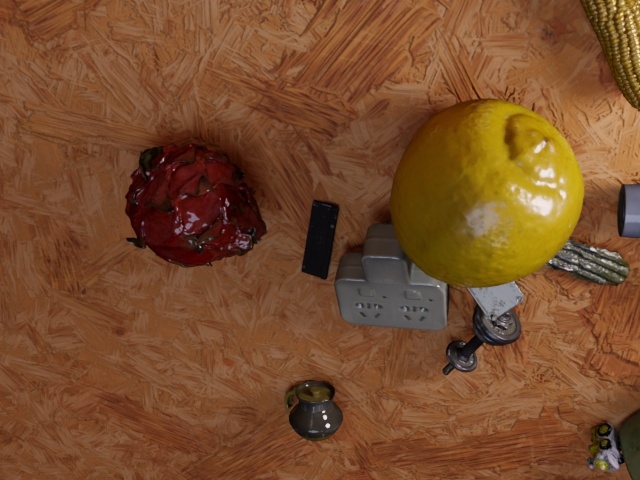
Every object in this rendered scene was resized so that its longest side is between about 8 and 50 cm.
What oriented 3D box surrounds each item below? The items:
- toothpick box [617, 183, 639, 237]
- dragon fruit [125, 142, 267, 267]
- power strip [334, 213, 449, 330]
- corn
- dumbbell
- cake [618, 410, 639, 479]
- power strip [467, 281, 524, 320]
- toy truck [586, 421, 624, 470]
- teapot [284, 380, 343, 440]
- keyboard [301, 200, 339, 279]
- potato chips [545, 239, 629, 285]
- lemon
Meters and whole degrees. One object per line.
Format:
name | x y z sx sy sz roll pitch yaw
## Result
toothpick box | 0.631 -0.053 1.608 0.153 0.101 0.101 1 126 10
dragon fruit | -0.246 -0.062 1.718 0.299 0.244 0.244 25 130 17
power strip | 0.149 0.061 1.810 0.230 0.141 0.261 2 140 13
corn | 0.503 -0.339 1.430 0.106 0.106 0.293 -21 123 26
dumbbell | 0.333 0.221 1.885 0.110 0.110 0.254 27 133 -8
cake | 0.817 0.457 1.974 0.284 0.172 0.158 7 140 -36
power strip | 0.338 0.037 1.743 0.145 0.061 0.215 -35 100 10
toy truck | 0.643 0.475 1.993 0.077 0.111 0.076 -28 115 36
teapot | -0.024 0.401 2.098 0.166 0.130 0.119 18 119 40
keyboard | 0.000 0.000 1.849 0.060 0.018 0.195 17 128 9
potato chips | 0.520 0.037 1.748 0.208 0.028 0.091 19 127 -4
lemon | 0.283 -0.077 1.534 0.348 0.348 0.347 6 127 9
